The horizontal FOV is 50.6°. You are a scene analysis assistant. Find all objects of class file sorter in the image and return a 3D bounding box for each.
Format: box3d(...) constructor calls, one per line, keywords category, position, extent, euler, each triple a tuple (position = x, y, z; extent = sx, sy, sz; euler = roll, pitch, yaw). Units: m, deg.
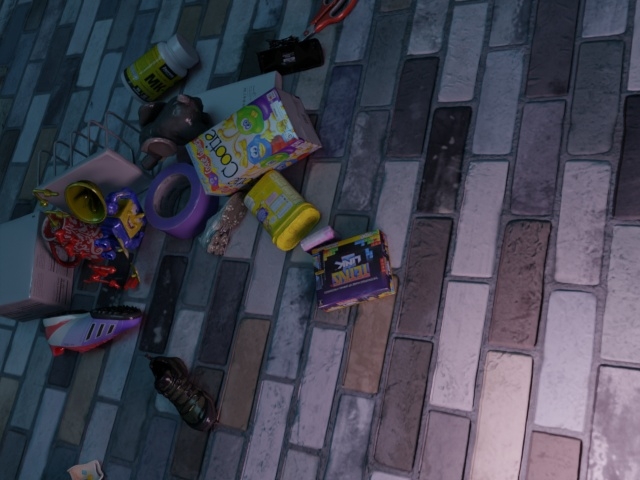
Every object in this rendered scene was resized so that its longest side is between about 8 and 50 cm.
box3d(category="file sorter", position=(-0.638, -0.214, 1.917), extent=(0.277, 0.193, 0.173), euler=(-23, 58, 21))

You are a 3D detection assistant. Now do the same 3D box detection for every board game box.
box3d(category="board game box", position=(0.069, 0.067, 1.483), extent=(0.170, 0.048, 0.141), euler=(-18, 62, 23))
box3d(category="board game box", position=(-0.163, -0.231, 1.646), extent=(0.275, 0.142, 0.144), euler=(-28, 79, 21))

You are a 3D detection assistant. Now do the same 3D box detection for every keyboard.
box3d(category="keyboard", position=(-0.078, -0.493, 1.791), extent=(0.192, 0.038, 0.100), euler=(-5, 102, 27))

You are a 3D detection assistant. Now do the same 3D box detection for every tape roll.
box3d(category="tape roll", position=(-0.366, -0.104, 1.782), extent=(0.189, 0.080, 0.189), euler=(-11, 66, 27))

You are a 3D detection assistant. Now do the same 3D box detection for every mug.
box3d(category="mug", position=(-0.678, 0.002, 1.868), extent=(0.113, 0.169, 0.150), euler=(12, 78, 32))

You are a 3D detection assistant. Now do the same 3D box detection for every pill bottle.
box3d(category="pill bottle", position=(-0.465, -0.500, 1.967), extent=(0.208, 0.119, 0.119), euler=(-32, 59, 17))

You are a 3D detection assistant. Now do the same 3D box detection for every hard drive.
box3d(category="hard drive", position=(-0.247, -0.327, 1.822), extent=(0.307, 0.040, 0.203), euler=(-9, 67, 27))

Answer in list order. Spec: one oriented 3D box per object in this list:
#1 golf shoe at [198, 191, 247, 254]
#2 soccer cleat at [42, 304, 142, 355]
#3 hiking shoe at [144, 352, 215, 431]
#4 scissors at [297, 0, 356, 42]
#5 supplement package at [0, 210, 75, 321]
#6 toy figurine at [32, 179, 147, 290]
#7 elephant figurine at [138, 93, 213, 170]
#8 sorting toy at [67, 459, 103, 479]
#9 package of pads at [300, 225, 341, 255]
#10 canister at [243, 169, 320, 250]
box3d(category="golf shoe", position=(-0.253, -0.054, 1.708), extent=(0.086, 0.069, 0.176), euler=(30, 87, 41))
box3d(category="soccer cleat", position=(-0.596, 0.238, 1.785), extent=(0.318, 0.108, 0.116), euler=(-8, 90, 24))
box3d(category="hiking shoe", position=(-0.334, 0.354, 1.566), extent=(0.086, 0.114, 0.227), euler=(-51, 55, 4))
box3d(category="scissors", position=(-0.019, -0.555, 1.789), extent=(0.297, 0.021, 0.109), euler=(-50, 57, 5))
box3d(category="supplement package", position=(-0.835, 0.079, 1.945), extent=(0.204, 0.145, 0.262), euler=(-15, 64, 25))
box3d(category="toy figurine", position=(-0.556, -0.069, 1.766), extent=(0.191, 0.362, 0.217), euler=(2, 44, 18))
box3d(category="elephant figurine", position=(-0.407, -0.275, 1.754), extent=(0.239, 0.186, 0.169), euler=(-20, 25, 9))
box3d(category="sorting toy", position=(-0.570, 0.582, 1.664), extent=(0.075, 0.045, 0.083), euler=(-39, 56, 3))
box3d(category="package of pads", position=(0.000, 0.000, 1.547), extent=(0.083, 0.050, 0.032), euler=(-28, 60, 18))
box3d(category="canister", position=(-0.096, -0.076, 1.619), extent=(0.126, 0.073, 0.170), euler=(-47, 54, 7))
